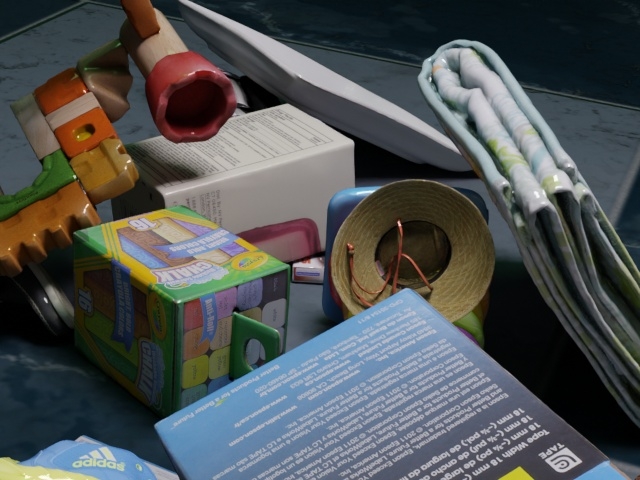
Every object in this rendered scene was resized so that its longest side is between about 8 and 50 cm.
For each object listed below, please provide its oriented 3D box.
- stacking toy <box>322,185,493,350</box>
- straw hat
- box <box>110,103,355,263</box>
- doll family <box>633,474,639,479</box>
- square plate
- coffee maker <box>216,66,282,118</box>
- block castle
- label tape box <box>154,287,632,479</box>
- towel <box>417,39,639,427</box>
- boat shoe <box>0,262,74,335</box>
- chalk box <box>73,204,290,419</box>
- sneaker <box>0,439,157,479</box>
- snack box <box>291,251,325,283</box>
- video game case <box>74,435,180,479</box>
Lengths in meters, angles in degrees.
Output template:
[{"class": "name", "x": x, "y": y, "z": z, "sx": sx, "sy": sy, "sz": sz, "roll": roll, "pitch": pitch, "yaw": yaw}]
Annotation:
[{"class": "stacking toy", "x": 0.092, "y": 0.094, "z": 1.235, "sx": 0.166, "sy": 0.175, "sz": 0.301, "roll": 1, "pitch": 37, "yaw": -3}, {"class": "straw hat", "x": 0.082, "y": 0.010, "z": 1.183, "sx": 0.145, "sy": 0.144, "sz": 0.061, "roll": 9, "pitch": 12, "yaw": 7}, {"class": "box", "x": -0.095, "y": -0.048, "z": 1.460, "sx": 0.232, "sy": 0.126, "sz": 0.149, "roll": -17, "pitch": 30, "yaw": -27}, {"class": "doll family", "x": 0.229, "y": 0.279, "z": 0.920, "sx": 0.163, "sy": 0.118, "sz": 0.263, "roll": 23, "pitch": 43, "yaw": 13}, {"class": "square plate", "x": 0.005, "y": -0.199, "z": 1.787, "sx": 0.344, "sy": 0.049, "sz": 0.347, "roll": 21, "pitch": 12, "yaw": -39}, {"class": "coffee maker", "x": -0.077, "y": -0.133, "z": 1.682, "sx": 0.171, "sy": 0.120, "sz": 0.178, "roll": -2, "pitch": 27, "yaw": -16}, {"class": "block castle", "x": -0.325, "y": -0.124, "z": 1.230, "sx": 0.453, "sy": 0.303, "sz": 0.213, "roll": -30, "pitch": 48, "yaw": -6}, {"class": "label tape box", "x": 0.058, "y": 0.195, "z": 0.956, "sx": 0.241, "sy": 0.105, "sz": 0.334, "roll": -28, "pitch": 35, "yaw": -14}, {"class": "towel", "x": 0.231, "y": -0.011, "z": 1.309, "sx": 0.090, "sy": 0.320, "sz": 0.374, "roll": -32, "pitch": 26, "yaw": 9}, {"class": "boat shoe", "x": -0.321, "y": 0.036, "z": 1.353, "sx": 0.079, "sy": 0.084, "sz": 0.233, "roll": -43, "pitch": 51, "yaw": -13}, {"class": "chalk box", "x": -0.117, "y": 0.073, "z": 1.228, "sx": 0.132, "sy": 0.132, "sz": 0.213, "roll": -16, "pitch": 32, "yaw": -38}, {"class": "sneaker", "x": -0.131, "y": 0.211, "z": 0.962, "sx": 0.240, "sy": 0.091, "sz": 0.126, "roll": 30, "pitch": 32, "yaw": 17}, {"class": "snack box", "x": 0.000, "y": 0.000, "z": 1.530, "sx": 0.064, "sy": 0.022, "sz": 0.178, "roll": 3, "pitch": 26, "yaw": -2}, {"class": "video game case", "x": -0.190, "y": 0.215, "z": 1.051, "sx": 0.119, "sy": 0.015, "sz": 0.166, "roll": 18, "pitch": 28, "yaw": 23}]
